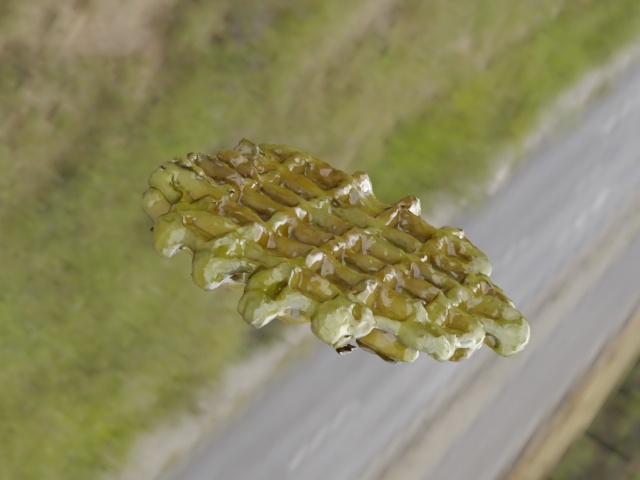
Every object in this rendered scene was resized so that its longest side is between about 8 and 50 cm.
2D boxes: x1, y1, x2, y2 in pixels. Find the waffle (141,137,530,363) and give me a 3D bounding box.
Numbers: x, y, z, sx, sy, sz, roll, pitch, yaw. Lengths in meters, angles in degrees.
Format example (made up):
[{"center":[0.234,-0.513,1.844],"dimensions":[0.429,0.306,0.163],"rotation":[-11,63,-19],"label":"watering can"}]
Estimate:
[{"center":[-0.001,0.003,1.468],"dimensions":[0.312,0.307,0.060],"rotation":[9,113,-39],"label":"waffle"}]
